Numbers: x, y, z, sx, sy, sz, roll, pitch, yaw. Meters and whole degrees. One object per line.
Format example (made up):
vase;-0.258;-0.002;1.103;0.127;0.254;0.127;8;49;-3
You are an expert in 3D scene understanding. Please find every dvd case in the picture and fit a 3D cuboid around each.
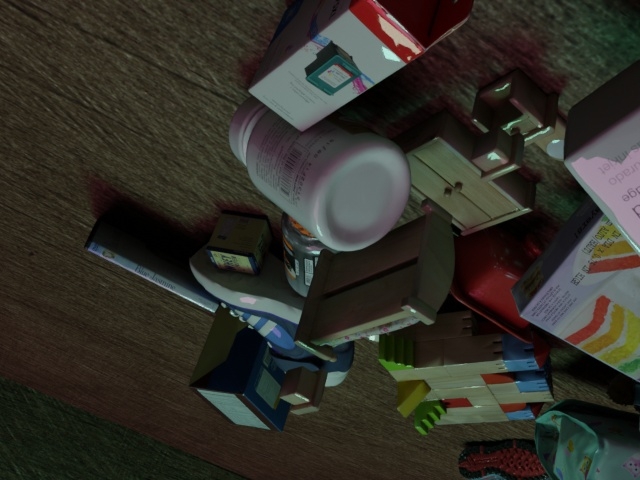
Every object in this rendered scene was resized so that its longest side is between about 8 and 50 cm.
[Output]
dvd case;-0.304;0.043;1.241;0.253;0.022;0.180;29;-174;-18

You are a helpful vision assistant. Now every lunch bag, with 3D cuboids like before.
lunch bag;0.499;0.365;1.130;0.223;0.160;0.262;12;-179;0

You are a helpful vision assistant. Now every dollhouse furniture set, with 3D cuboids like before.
dollhouse furniture set;0.147;0.039;0.778;0.174;0.355;0.303;33;145;-25

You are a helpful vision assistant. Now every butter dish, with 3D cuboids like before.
butter dish;0.261;0.037;0.947;0.160;0.160;0.118;32;123;-21

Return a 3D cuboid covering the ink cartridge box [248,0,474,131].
ink cartridge box;0.041;-0.215;0.647;0.078;0.134;0.231;35;144;-25

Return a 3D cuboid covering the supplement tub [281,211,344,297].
supplement tub;0.000;0.000;1.023;0.117;0.117;0.190;13;148;8

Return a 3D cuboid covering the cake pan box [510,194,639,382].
cake pan box;0.406;0.035;0.795;0.246;0.070;0.267;29;116;-10

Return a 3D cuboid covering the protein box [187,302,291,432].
protein box;-0.147;0.272;1.444;0.136;0.200;0.201;2;145;25

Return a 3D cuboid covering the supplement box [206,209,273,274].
supplement box;-0.133;0.003;1.128;0.083;0.083;0.056;9;148;15

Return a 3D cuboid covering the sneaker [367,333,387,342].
sneaker;0.054;0.106;1.225;0.192;0.064;0.086;29;129;-2

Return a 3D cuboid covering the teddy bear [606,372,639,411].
teddy bear;0.637;0.248;1.090;0.338;0.113;0.245;-11;141;39

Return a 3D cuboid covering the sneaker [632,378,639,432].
sneaker;0.471;0.209;1.033;0.226;0.163;0.086;11;178;39

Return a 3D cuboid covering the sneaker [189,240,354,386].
sneaker;-0.087;0.148;1.198;0.323;0.130;0.236;20;133;25

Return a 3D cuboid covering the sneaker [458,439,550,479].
sneaker;0.479;0.555;1.694;0.125;0.104;0.262;19;158;-36

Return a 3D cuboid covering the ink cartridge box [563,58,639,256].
ink cartridge box;0.427;-0.021;0.534;0.279;0.160;0.384;-38;97;31

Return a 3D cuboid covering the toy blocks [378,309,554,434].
toy blocks;0.292;0.232;1.207;0.261;0.191;0.381;-10;145;23

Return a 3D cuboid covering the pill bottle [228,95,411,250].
pill bottle;-0.012;-0.093;0.789;0.229;0.131;0.131;39;170;46
